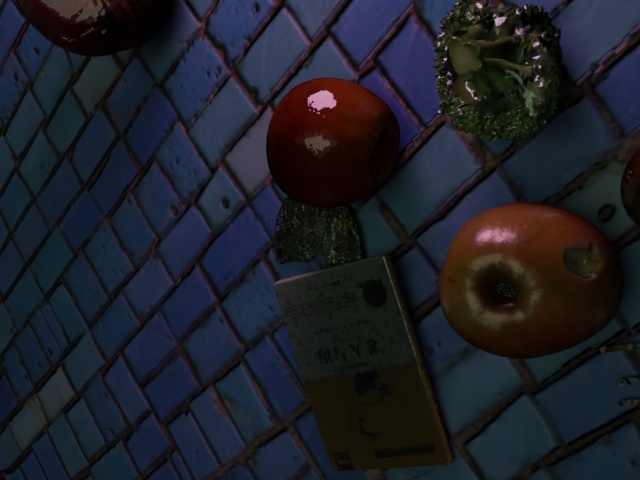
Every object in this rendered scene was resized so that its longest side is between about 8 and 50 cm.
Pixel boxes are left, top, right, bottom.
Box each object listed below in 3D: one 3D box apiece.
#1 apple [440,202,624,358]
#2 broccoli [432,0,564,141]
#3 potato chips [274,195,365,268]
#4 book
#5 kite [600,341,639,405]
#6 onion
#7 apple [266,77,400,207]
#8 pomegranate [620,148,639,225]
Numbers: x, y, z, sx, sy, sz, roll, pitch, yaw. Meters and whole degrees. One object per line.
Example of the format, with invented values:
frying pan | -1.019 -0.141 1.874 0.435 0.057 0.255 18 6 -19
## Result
apple | 0.297 0.062 1.100 0.242 0.241 0.242 5 98 37
broccoli | 0.255 -0.255 1.122 0.198 0.176 0.226 -24 98 33
potato chips | -0.003 0.000 1.448 0.220 0.029 0.202 39 118 26
book | 0.072 0.233 1.409 0.269 0.032 0.389 -17 93 36
kite | 0.545 0.177 1.079 0.285 0.015 0.152 -13 87 35
onion | -0.448 -0.547 1.567 0.348 0.285 0.347 -1 98 -5
apple | 0.018 -0.163 1.289 0.201 0.218 0.218 19 109 26
pomegranate | 0.468 -0.073 1.035 0.130 0.130 0.130 7 102 36
